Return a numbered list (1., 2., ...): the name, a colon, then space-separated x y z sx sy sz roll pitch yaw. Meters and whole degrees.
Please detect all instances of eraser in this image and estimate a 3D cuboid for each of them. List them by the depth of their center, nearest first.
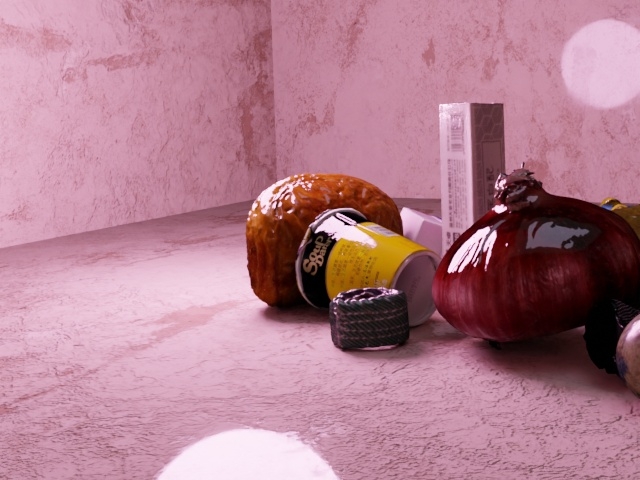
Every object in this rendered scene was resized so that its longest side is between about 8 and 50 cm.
1. eraser: 0.298 -0.064 1.836 0.096 0.403 0.098 -9 11 -35
2. eraser: 0.314 0.013 2.098 0.287 0.086 0.130 18 6 -19

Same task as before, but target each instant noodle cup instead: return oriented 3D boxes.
1. instant noodle cup: 0.103 0.060 1.797 0.216 0.215 0.236 -9 18 -40

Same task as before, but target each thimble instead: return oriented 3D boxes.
1. thimble: 0.083 0.132 1.623 0.135 0.090 0.118 -5 6 -8

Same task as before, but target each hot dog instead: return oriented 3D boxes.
1. hot dog: 0.000 0.000 1.965 0.388 0.266 0.174 -12 22 -39

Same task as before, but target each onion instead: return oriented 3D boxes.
1. onion: 0.344 0.017 1.551 0.348 0.285 0.347 -16 6 2

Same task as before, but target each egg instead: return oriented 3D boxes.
1. egg: 0.477 0.150 1.235 0.182 0.141 0.141 -6 9 -5

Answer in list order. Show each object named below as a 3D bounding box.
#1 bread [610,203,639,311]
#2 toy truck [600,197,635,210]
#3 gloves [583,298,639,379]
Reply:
1. bread: 0.593 0.040 1.828 0.377 0.208 0.251 -13 9 -37
2. toy truck: 0.786 -0.014 2.248 0.385 0.162 0.161 0 8 5
3. gloves: 0.478 0.163 1.388 0.181 0.106 0.129 26 2 -20
